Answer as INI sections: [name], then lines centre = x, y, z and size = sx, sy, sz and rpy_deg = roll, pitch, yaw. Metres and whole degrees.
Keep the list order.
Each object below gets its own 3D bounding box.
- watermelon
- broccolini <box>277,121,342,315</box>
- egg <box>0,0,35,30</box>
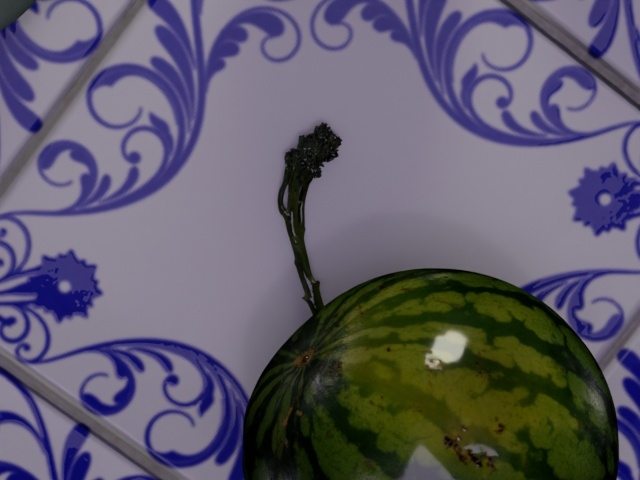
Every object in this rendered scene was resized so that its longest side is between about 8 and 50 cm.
[watermelon]
centre = 0.087, 0.163, 1.290
size = 0.285, 0.285, 0.285
rpy_deg = -1, 100, -3
[broccolini]
centre = -0.007, -0.001, 1.386
size = 0.052, 0.054, 0.194
rpy_deg = 4, 109, 27
[egg]
centre = -0.283, -0.225, 1.267
size = 0.192, 0.149, 0.149
rpy_deg = -40, 100, 5
